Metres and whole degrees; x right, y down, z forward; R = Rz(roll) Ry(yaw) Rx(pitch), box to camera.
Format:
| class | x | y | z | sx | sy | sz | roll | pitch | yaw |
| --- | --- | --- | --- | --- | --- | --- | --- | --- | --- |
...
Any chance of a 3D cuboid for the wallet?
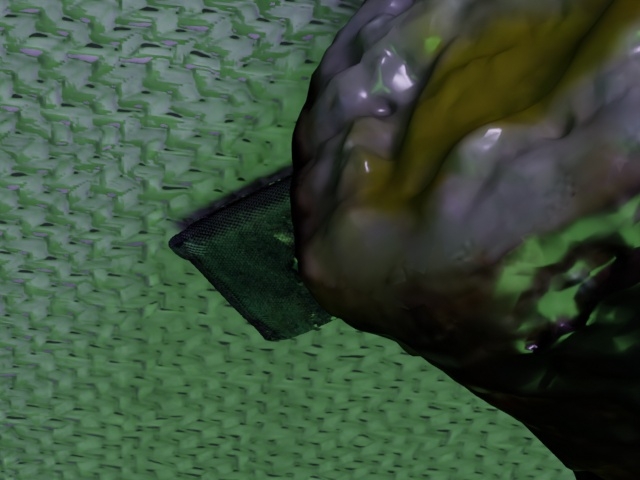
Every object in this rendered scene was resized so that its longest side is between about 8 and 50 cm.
| class | x | y | z | sx | sy | sz | roll | pitch | yaw |
| --- | --- | --- | --- | --- | --- | --- | --- | --- | --- |
| wallet | 0.000 | -0.001 | 0.888 | 0.166 | 0.030 | 0.111 | -25 | 125 | 25 |

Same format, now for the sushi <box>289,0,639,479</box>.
| class | x | y | z | sx | sy | sz | roll | pitch | yaw |
| --- | --- | --- | --- | --- | --- | --- | --- | --- | --- |
| sushi | 0.181 | -0.026 | 0.671 | 0.299 | 0.281 | 0.294 | -17 | 135 | 40 |
